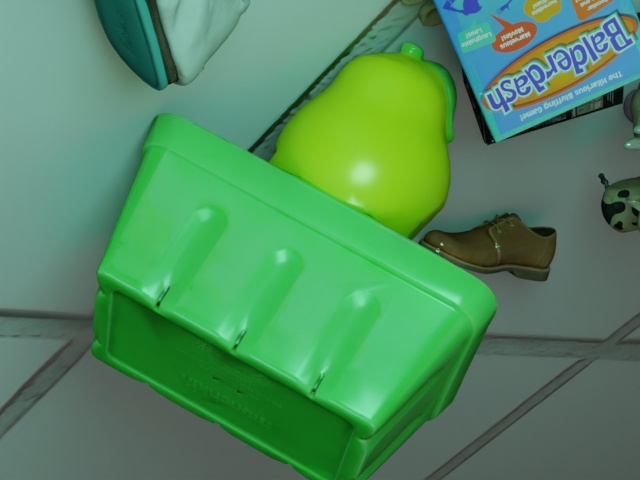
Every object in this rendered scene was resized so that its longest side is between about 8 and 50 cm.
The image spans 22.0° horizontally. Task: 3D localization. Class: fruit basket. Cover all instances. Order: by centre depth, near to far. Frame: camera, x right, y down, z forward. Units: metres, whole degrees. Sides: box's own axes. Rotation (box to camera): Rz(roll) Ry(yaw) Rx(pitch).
[{"bbox_3d":[0.000,0.000,1.579,0.392,0.392,0.283,-16,152,-19],"label":"fruit basket"}]

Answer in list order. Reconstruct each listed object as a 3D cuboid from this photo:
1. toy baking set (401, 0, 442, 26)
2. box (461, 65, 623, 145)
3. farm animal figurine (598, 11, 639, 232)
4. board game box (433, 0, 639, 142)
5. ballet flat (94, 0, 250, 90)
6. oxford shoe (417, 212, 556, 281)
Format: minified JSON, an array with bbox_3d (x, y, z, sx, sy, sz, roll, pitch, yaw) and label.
[{"bbox_3d":[0.180,-0.267,1.506,0.196,0.030,0.256,-11,150,-27],"label":"toy baking set"},{"bbox_3d":[0.211,-0.181,1.583,0.147,0.077,0.180,-17,157,3],"label":"box"},{"bbox_3d":[0.400,-0.088,1.716,0.172,0.327,0.330,-26,138,-26],"label":"farm animal figurine"},{"bbox_3d":[0.185,-0.209,1.440,0.160,0.047,0.210,-25,121,6],"label":"board game box"},{"bbox_3d":[-0.122,-0.251,1.196,0.139,0.139,0.400,-23,158,-5],"label":"ballet flat"},{"bbox_3d":[0.203,-0.001,1.992,0.212,0.076,0.076,4,111,-41],"label":"oxford shoe"}]
